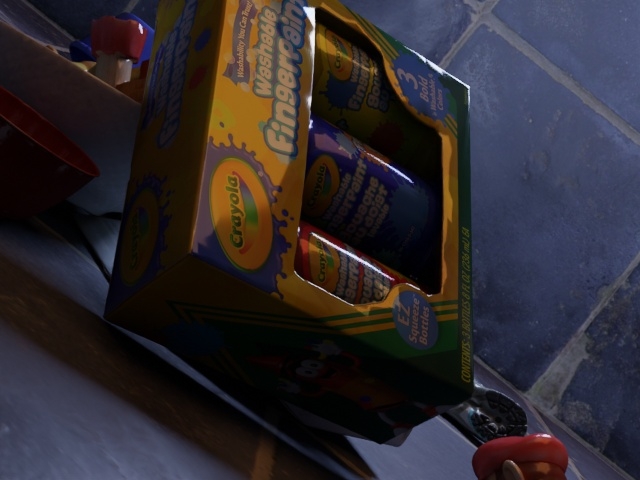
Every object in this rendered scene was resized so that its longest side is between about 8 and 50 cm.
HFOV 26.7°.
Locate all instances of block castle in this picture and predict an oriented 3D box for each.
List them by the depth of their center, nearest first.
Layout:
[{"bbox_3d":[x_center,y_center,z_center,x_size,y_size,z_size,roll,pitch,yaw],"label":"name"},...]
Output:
[{"bbox_3d":[-0.106,-0.244,2.062,0.303,0.213,0.453,-4,-14,45],"label":"block castle"}]

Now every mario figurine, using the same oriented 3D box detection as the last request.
[{"bbox_3d":[0.264,0.375,1.617,0.320,0.170,0.198,-121,-162,-47],"label":"mario figurine"}]

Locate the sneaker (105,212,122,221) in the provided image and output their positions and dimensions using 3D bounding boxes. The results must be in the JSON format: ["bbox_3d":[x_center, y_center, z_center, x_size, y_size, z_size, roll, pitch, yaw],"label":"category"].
[{"bbox_3d":[-0.269,-0.090,1.873,0.297,0.111,0.129,43,0,34],"label":"sneaker"}]

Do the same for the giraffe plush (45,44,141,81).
[{"bbox_3d":[-0.371,-0.230,2.162,0.170,0.181,0.210,28,12,38],"label":"giraffe plush"}]

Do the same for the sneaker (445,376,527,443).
[{"bbox_3d":[0.246,0.283,2.431,0.283,0.110,0.122,43,-12,17],"label":"sneaker"}]

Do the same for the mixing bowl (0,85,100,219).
[{"bbox_3d":[-0.326,-0.086,1.375,0.181,0.098,0.181,39,5,-4],"label":"mixing bowl"}]

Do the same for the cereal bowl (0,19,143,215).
[{"bbox_3d":[-0.297,-0.128,1.622,0.339,0.141,0.339,31,-1,1],"label":"cereal bowl"}]

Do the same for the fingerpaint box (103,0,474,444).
[{"bbox_3d":[-0.013,-0.059,1.473,0.371,0.163,0.445,29,47,-29],"label":"fingerpaint box"}]

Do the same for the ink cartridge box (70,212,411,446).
[{"bbox_3d":[-0.102,0.104,1.610,0.385,0.091,0.308,16,16,-30],"label":"ink cartridge box"}]

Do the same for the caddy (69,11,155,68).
[{"bbox_3d":[-0.366,-0.292,2.688,0.341,0.179,0.241,40,-18,29],"label":"caddy"}]
